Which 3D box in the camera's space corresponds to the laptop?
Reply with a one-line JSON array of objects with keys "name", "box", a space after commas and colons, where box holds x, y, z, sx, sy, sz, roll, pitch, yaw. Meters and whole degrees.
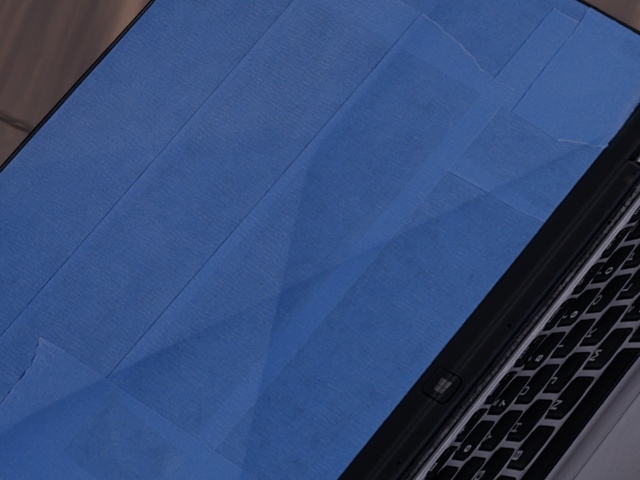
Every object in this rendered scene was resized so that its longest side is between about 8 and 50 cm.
[{"name": "laptop", "box": [0.000, 0.000, 0.673, 0.236, 0.408, 0.382, 41, 78, -8]}]
